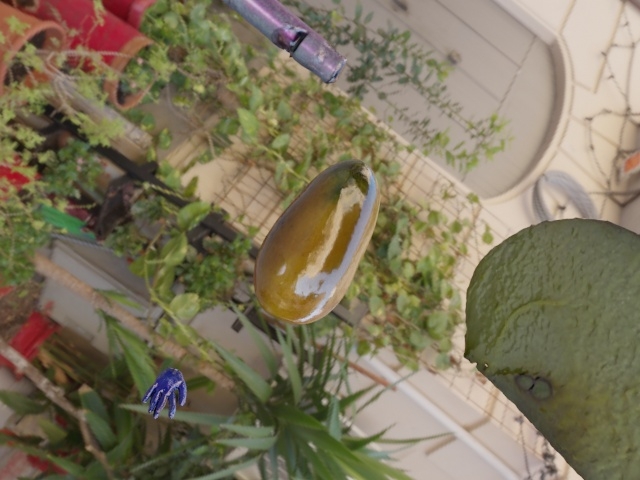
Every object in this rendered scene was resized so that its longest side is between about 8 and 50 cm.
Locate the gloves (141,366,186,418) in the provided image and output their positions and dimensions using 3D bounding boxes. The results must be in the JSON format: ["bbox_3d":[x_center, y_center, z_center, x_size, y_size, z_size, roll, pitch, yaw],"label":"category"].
[{"bbox_3d":[-0.254,0.255,1.047,0.086,0.064,0.026,-61,178,-37],"label":"gloves"}]

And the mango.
[{"bbox_3d":[-0.001,0.002,0.797,0.221,0.120,0.151,-59,174,-3],"label":"mango"}]

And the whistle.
[{"bbox_3d":[-0.050,-0.203,0.561,0.033,0.176,0.033,-52,-178,3],"label":"whistle"}]

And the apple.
[{"bbox_3d":[0.263,0.124,0.570,0.179,0.254,0.346,-30,-151,-4],"label":"apple"}]
